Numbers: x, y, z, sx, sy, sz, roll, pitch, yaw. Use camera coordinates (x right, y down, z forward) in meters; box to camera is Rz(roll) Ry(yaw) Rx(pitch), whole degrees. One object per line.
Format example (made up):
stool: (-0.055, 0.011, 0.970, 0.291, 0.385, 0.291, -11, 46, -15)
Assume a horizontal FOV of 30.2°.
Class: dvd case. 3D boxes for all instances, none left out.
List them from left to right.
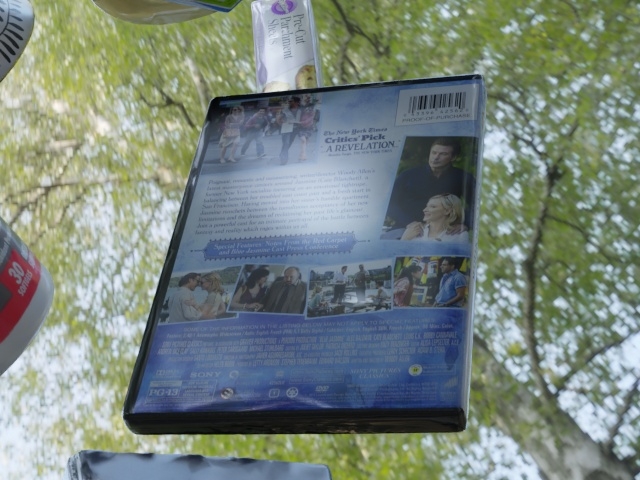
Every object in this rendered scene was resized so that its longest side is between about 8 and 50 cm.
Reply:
dvd case: (0.000, 0.000, 0.678, 0.180, 0.253, 0.022, -3, -42, 15)

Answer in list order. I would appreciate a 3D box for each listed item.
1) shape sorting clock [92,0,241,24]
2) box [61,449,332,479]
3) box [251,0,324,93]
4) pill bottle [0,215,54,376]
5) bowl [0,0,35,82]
shape sorting clock: (-0.079, -0.229, 0.864, 0.206, 0.206, 0.040, -24, -107, -4)
box: (-0.117, 0.531, 1.100, 0.297, 0.471, 0.479, 7, -62, -25)
box: (-0.025, -0.118, 1.157, 0.067, 0.324, 0.063, -10, -42, 5)
pill bottle: (-0.371, -0.022, 0.931, 0.176, 0.176, 0.318, -34, -59, 2)
bowl: (-0.271, -0.129, 0.740, 0.170, 0.170, 0.080, -31, -51, 0)
